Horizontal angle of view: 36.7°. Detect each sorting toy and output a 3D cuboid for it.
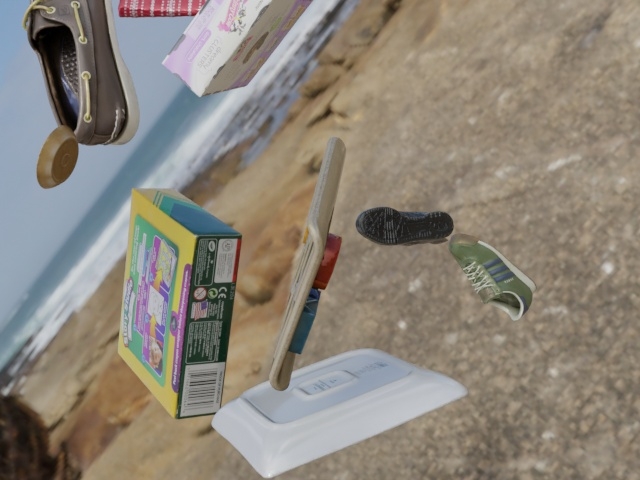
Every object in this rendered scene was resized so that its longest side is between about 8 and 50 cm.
[{"bbox_3d":[0.000,0.000,1.134,0.307,0.041,0.229,-77,1,-56],"label":"sorting toy"}]

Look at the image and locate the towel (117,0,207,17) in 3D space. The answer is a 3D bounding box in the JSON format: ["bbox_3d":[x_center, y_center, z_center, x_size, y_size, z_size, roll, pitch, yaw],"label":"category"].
[{"bbox_3d":[-0.172,-0.435,1.510,0.031,0.275,0.198,67,-154,-69],"label":"towel"}]

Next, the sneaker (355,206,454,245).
[{"bbox_3d":[0.110,-0.015,1.301,0.089,0.170,0.051,166,103,-64],"label":"sneaker"}]

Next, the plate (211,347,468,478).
[{"bbox_3d":[0.011,0.204,1.254,0.278,0.045,0.277,-18,8,-18],"label":"plate"}]

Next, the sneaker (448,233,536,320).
[{"bbox_3d":[0.304,0.071,1.727,0.064,0.192,0.086,-38,22,50],"label":"sneaker"}]

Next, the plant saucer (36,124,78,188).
[{"bbox_3d":[-0.321,-0.101,1.193,0.083,0.015,0.083,20,-90,-78],"label":"plant saucer"}]

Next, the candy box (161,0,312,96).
[{"bbox_3d":[-0.105,-0.280,1.277,0.165,0.070,0.196,-49,-2,18],"label":"candy box"}]

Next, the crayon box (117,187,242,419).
[{"bbox_3d":[-0.282,0.112,1.873,0.313,0.106,0.362,32,118,54],"label":"crayon box"}]

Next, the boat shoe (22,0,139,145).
[{"bbox_3d":[-0.347,-0.283,1.321,0.117,0.324,0.097,-22,-6,37],"label":"boat shoe"}]
